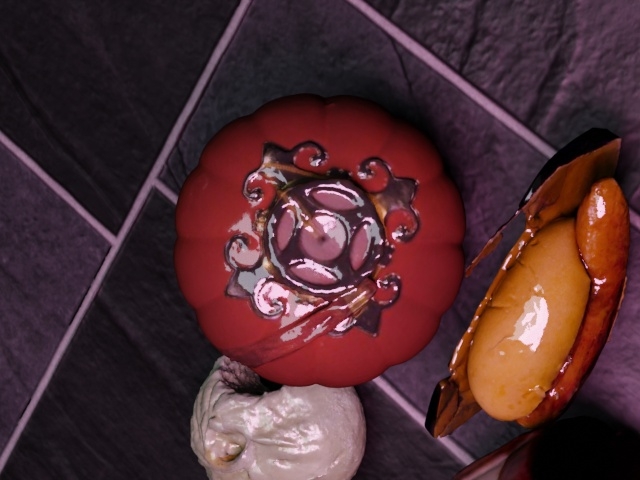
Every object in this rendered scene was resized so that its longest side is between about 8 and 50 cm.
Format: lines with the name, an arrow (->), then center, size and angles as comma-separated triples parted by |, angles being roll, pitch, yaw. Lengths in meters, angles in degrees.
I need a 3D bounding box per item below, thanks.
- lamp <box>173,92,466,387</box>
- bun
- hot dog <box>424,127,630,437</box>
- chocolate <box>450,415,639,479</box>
lamp -> 0.000, 0.000, 1.500 | 0.303, 0.257, 0.303 | 0, 89, -3
bun -> -0.059, 0.214, 1.659 | 0.212, 0.126, 0.204 | -36, 81, 30
hot dog -> 0.223, 0.068, 1.418 | 0.107, 0.194, 0.326 | 35, 128, 29
chocolate -> 0.236, 0.321, 1.417 | 0.186, 0.283, 0.283 | -39, 77, 37
